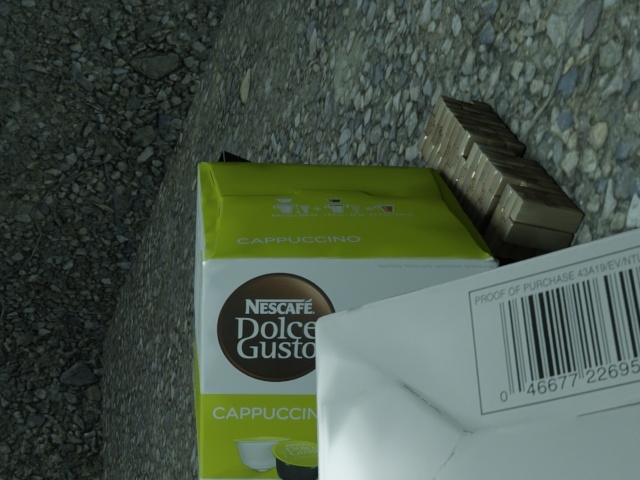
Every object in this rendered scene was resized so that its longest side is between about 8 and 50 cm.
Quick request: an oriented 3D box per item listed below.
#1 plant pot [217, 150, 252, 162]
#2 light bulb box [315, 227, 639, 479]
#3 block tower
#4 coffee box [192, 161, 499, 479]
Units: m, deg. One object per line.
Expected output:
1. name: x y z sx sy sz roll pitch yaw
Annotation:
1. plant pot: -0.155 -0.052 2.375 0.187 0.166 0.188 -100 30 -44
2. light bulb box: 0.236 0.175 0.772 0.357 0.361 0.225 -17 57 26
3. block tower: 0.229 -0.088 1.481 0.335 0.097 0.091 -113 39 -57
4. coffee box: 0.008 0.106 1.409 0.338 0.337 0.335 -107 19 -67
